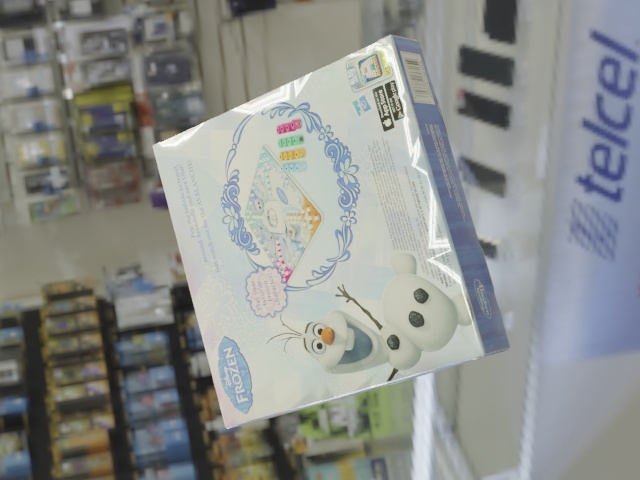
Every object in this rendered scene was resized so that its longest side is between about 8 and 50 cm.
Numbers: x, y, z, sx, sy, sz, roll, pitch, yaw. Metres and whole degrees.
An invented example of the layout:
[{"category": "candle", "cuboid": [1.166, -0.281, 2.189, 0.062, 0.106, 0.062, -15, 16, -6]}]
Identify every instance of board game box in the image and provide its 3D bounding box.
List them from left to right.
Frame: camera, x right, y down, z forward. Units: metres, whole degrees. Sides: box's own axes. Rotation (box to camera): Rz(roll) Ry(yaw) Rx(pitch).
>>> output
[{"category": "board game box", "cuboid": [0.000, 0.000, 0.357, 0.020, 0.090, 0.090, -3, -104, -57]}]
